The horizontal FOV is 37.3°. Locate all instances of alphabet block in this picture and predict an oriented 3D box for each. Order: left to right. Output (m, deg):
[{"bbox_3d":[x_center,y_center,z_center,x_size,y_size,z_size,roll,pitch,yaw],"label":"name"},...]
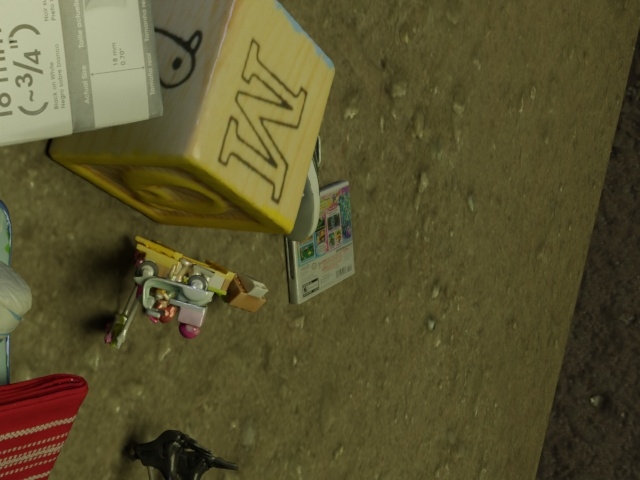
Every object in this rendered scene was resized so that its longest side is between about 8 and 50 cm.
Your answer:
[{"bbox_3d":[-0.123,-0.133,0.967,0.193,0.192,0.197,36,63,-53],"label":"alphabet block"}]

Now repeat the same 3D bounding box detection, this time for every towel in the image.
[{"bbox_3d":[-0.308,0.230,0.761,0.199,0.031,0.275,-2,124,-59],"label":"towel"}]

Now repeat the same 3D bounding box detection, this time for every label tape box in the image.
[{"bbox_3d":[-0.288,-0.182,0.678,0.333,0.105,0.241,-18,111,-40],"label":"label tape box"}]

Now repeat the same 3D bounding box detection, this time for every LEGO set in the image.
[{"bbox_3d":[-0.157,0.070,1.025,0.287,0.132,0.107,23,92,-81],"label":"LEGO set"}]

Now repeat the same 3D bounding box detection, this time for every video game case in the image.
[{"bbox_3d":[0.000,0.000,1.348,0.157,0.019,0.143,-25,115,-54],"label":"video game case"}]

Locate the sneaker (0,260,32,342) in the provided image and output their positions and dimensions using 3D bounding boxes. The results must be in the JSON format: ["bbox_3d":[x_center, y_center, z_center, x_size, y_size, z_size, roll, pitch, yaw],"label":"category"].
[{"bbox_3d":[-0.300,0.014,0.641,0.086,0.085,0.237,-47,136,-3],"label":"sneaker"}]

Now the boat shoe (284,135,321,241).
[{"bbox_3d":[-0.029,-0.110,1.229,0.070,0.077,0.219,-28,116,-53],"label":"boat shoe"}]

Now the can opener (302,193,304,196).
[{"bbox_3d":[-0.084,-0.162,1.133,0.095,0.076,0.284,-41,127,-50],"label":"can opener"}]

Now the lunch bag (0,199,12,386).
[{"bbox_3d":[-0.334,0.065,0.746,0.176,0.090,0.219,3,90,-56],"label":"lunch bag"}]

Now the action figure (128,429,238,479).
[{"bbox_3d":[-0.175,0.347,0.999,0.164,0.140,0.276,65,40,-57],"label":"action figure"}]
